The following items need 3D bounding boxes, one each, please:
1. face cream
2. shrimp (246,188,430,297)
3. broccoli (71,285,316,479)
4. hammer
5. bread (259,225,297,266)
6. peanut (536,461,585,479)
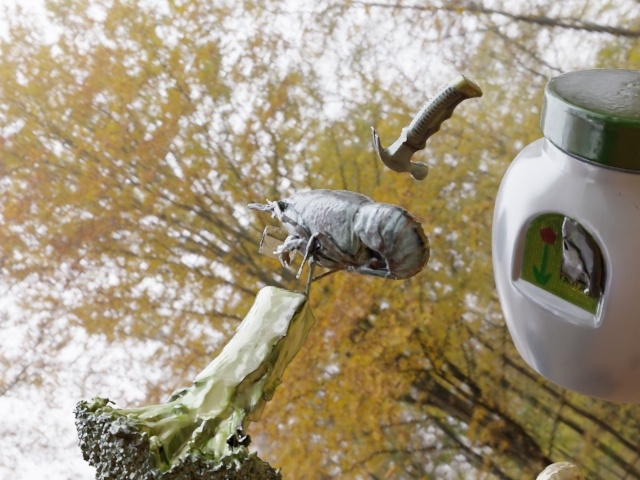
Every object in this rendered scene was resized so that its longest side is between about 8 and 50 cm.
[{"bbox_3d":[0.347,-0.005,1.063,0.219,0.312,0.357,-19,-56,-35],"label":"face cream"},{"bbox_3d":[0.001,0.000,1.352,0.172,0.372,0.137,-38,-64,-36],"label":"shrimp"},{"bbox_3d":[-0.135,0.195,1.084,0.221,0.252,0.361,54,-154,-22],"label":"broccoli"},{"bbox_3d":[0.202,-0.220,1.690,0.158,0.041,0.226,25,-60,-37],"label":"hammer"},{"bbox_3d":[-0.072,0.010,1.606,0.028,0.068,0.154,-64,-1,-14],"label":"bread"},{"bbox_3d":[0.457,0.549,1.783,0.085,0.104,0.228,-167,100,-82],"label":"peanut"}]
